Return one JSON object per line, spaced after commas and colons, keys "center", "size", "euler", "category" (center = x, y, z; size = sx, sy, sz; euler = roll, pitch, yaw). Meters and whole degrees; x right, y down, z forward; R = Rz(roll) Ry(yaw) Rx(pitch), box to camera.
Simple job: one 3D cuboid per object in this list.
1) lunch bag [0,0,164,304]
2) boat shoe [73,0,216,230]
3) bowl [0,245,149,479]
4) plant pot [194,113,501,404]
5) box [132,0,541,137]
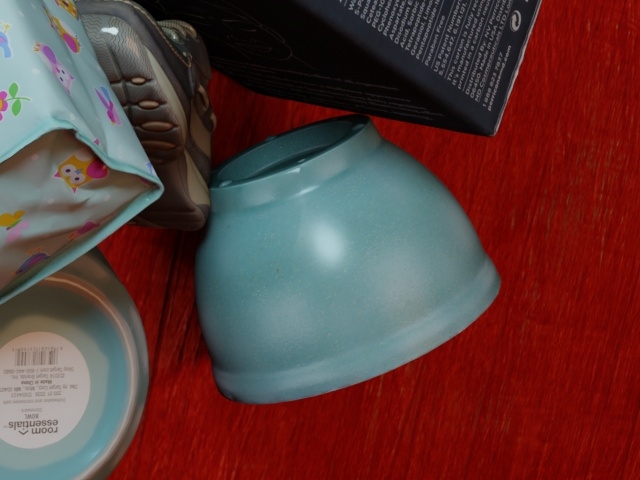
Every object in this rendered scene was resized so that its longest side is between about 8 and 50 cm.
{"center": [-0.277, -0.060, 1.216], "size": [0.262, 0.223, 0.160], "euler": [-35, 148, 14], "category": "lunch bag"}
{"center": [-0.160, -0.124, 1.456], "size": [0.355, 0.132, 0.130], "euler": [87, 11, -69], "category": "boat shoe"}
{"center": [-0.259, 0.101, 1.354], "size": [0.311, 0.163, 0.311], "euler": [-4, 98, -34], "category": "bowl"}
{"center": [0.000, 0.000, 1.643], "size": [0.293, 0.293, 0.196], "euler": [-35, 109, -40], "category": "plant pot"}
{"center": [-0.029, -0.266, 1.482], "size": [0.395, 0.293, 0.212], "euler": [26, 80, -53], "category": "box"}
